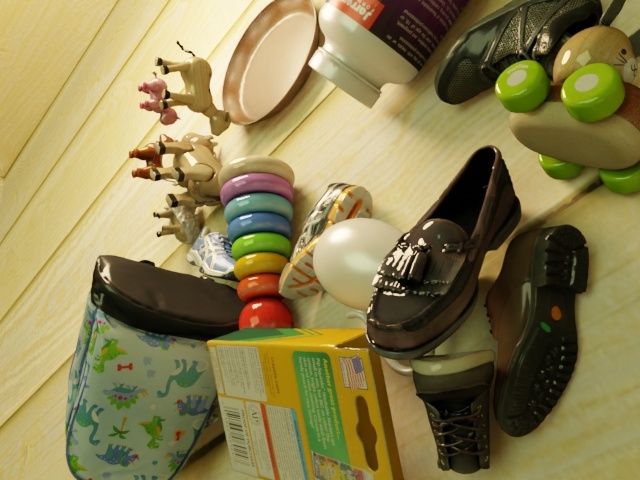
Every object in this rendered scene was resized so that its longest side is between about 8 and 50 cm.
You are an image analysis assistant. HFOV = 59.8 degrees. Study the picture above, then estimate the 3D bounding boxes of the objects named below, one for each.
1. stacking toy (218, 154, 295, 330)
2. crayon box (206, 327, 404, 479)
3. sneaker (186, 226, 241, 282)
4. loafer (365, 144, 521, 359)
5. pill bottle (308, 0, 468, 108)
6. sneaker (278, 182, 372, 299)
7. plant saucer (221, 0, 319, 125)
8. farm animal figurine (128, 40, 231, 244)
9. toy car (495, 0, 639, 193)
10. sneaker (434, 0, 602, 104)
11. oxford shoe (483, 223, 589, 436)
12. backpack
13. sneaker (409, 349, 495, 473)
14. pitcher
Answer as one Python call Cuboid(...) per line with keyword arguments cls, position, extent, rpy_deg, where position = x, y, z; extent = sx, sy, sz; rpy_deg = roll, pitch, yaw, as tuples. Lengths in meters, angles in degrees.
Cuboid(cls="stacking toy", position=(-0.106, 0.025, 0.964), extent=(0.141, 0.141, 0.331), rpy_deg=(-24, 61, 40))
Cuboid(cls="crayon box", position=(-0.014, 0.225, 0.745), extent=(0.322, 0.083, 0.203), rpy_deg=(-9, 93, 46))
Cuboid(cls="sneaker", position=(-0.201, 0.028, 1.097), extent=(0.211, 0.080, 0.081), rpy_deg=(21, 93, 49))
Cuboid(cls="loafer", position=(0.130, -0.003, 0.595), extent=(0.109, 0.095, 0.302), rpy_deg=(7, 36, 37))
Cuboid(cls="pill bottle", position=(0.121, -0.371, 0.844), extent=(0.323, 0.181, 0.181), rpy_deg=(-54, 42, 15))
Cuboid(cls="sneaker", position=(0.000, 0.000, 0.895), extent=(0.215, 0.084, 0.083), rpy_deg=(-55, 38, 2))
Cuboid(cls="plant saucer", position=(-0.104, -0.384, 1.198), extent=(0.310, 0.050, 0.311), rpy_deg=(-22, 58, 41))
Cuboid(cls="farm animal figurine", position=(-0.278, -0.202, 1.215), extent=(0.330, 0.172, 0.327), rpy_deg=(-50, 58, 45))
Cuboid(cls="toy car", position=(0.305, -0.175, 0.593), extent=(0.148, 0.155, 0.189), rpy_deg=(26, 80, 50))
Cuboid(cls="sneaker", position=(0.250, -0.234, 0.713), extent=(0.227, 0.087, 0.130), rpy_deg=(-31, 46, 29))
Cuboid(cls="oxford shoe", position=(0.225, 0.098, 0.613), extent=(0.096, 0.082, 0.228), rpy_deg=(-4, 67, 64))
Cuboid(cls="backpack", position=(-0.304, 0.248, 0.964), extent=(0.356, 0.289, 0.273), rpy_deg=(-59, 27, 20))
Cuboid(cls="sneaker", position=(0.145, 0.178, 0.567), extent=(0.083, 0.222, 0.118), rpy_deg=(-9, 71, 16))
Cuboid(cls="pitcher", position=(0.082, 0.067, 0.740), extent=(0.207, 0.125, 0.178), rpy_deg=(19, 84, 39))
